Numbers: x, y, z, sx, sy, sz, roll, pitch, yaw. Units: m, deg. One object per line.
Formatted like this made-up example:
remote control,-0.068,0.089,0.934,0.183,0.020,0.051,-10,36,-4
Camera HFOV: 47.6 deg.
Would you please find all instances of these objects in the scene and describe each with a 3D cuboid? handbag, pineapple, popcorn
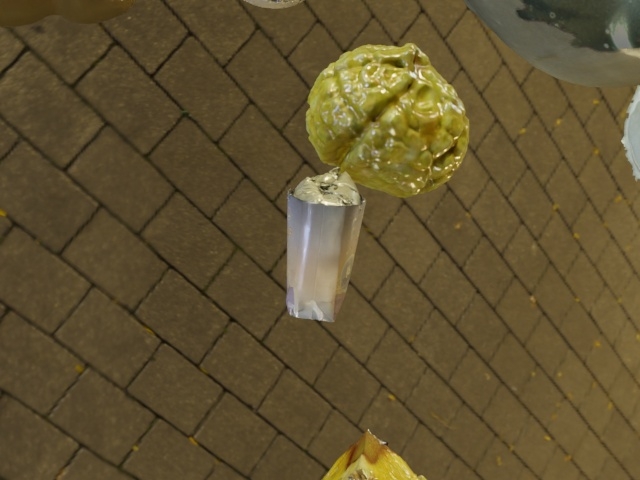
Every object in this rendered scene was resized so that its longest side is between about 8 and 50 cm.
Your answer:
handbag,0.000,0.000,0.884,0.095,0.117,0.173,9,105,1
pineapple,0.039,0.202,0.604,0.114,0.114,0.077,27,69,-71
popcorn,0.105,-0.189,1.191,0.258,0.271,0.224,56,46,-53

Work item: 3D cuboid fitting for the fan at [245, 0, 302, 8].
fan,-0.045,-0.345,0.681,0.130,0.074,0.244,1,86,-22

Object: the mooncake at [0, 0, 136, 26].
mooncake,-0.303,-0.391,0.728,0.379,0.378,0.200,2,59,-35

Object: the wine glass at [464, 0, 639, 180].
wine glass,0.164,-0.122,0.354,0.321,0.143,0.143,21,85,-43
